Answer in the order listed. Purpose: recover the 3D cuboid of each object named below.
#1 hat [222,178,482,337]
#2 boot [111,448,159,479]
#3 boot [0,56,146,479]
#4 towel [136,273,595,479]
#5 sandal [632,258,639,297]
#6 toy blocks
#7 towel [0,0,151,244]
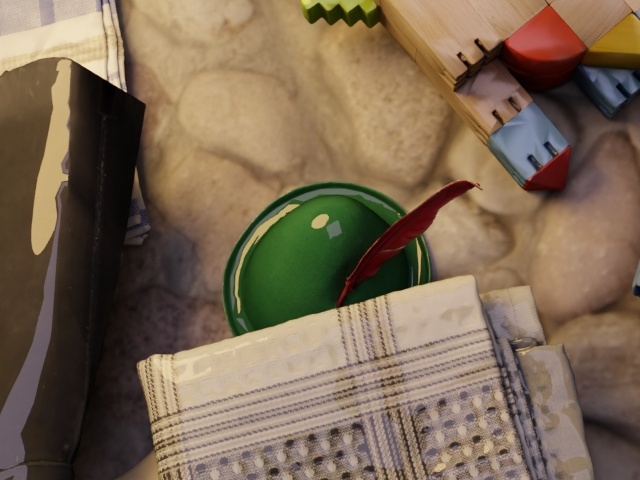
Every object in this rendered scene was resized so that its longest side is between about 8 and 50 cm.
[{"bbox_3d":[0.000,0.000,1.160,0.208,0.183,0.173,-42,71,-5],"label":"hat"},{"bbox_3d":[-0.068,0.258,1.141,0.203,0.095,0.262,-42,65,-6],"label":"boot"},{"bbox_3d":[-0.330,0.091,1.181,0.367,0.146,0.445,-4,75,21],"label":"boot"},{"bbox_3d":[0.049,0.197,1.083,0.324,0.056,0.312,-12,72,-4],"label":"towel"},{"bbox_3d":[0.344,0.095,1.114,0.138,0.126,0.317,-25,62,5],"label":"sandal"},{"bbox_3d":[0.212,-0.222,1.217,0.381,0.191,0.261,-39,82,-3],"label":"toy blocks"},{"bbox_3d":[-0.268,-0.109,1.321,0.209,0.034,0.285,-13,69,8],"label":"towel"}]
